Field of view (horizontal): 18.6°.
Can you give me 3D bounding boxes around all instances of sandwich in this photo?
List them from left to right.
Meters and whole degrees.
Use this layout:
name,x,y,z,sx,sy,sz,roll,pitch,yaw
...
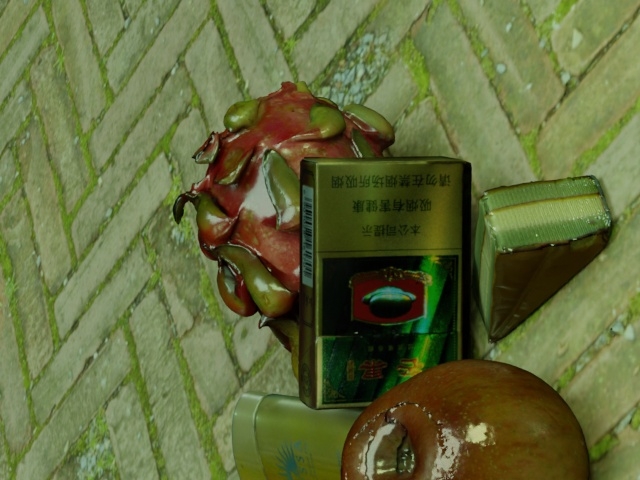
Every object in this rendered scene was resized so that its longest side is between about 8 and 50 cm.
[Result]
name,x,y,z,sx,sy,sz,roll,pitch,yaw
sandwich,0.207,0.020,1.847,0.163,0.113,0.079,89,171,-54

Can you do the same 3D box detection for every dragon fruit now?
name,x,y,z,sx,sy,sz,roll,pitch,yaw
dragon fruit,-0.014,-0.005,2.013,0.243,0.227,0.307,17,98,34

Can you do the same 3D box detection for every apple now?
name,x,y,z,sx,sy,sz,roll,pitch,yaw
apple,0.123,0.207,1.755,0.235,0.173,0.210,-46,43,36

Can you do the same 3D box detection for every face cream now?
name,x,y,z,sx,sy,sz,roll,pitch,yaw
face cream,0.001,0.226,2.004,0.285,0.067,0.139,1,112,57

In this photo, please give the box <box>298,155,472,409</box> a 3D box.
name,x,y,z,sx,sy,sz,roll,pitch,yaw
box,0.060,0.039,1.883,0.071,0.159,0.240,-164,72,-70
